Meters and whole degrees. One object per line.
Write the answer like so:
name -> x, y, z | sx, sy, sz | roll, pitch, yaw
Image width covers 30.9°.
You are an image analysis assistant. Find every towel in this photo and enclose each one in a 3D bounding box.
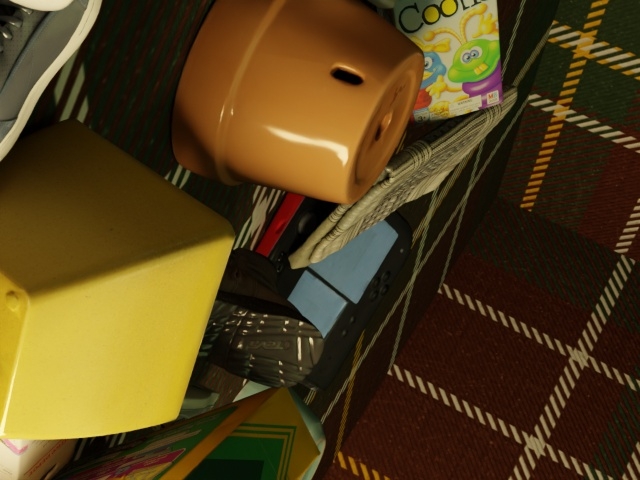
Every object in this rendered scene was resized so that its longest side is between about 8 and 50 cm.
towel -> 0.125, -0.085, 1.745 | 0.312, 0.056, 0.324 | -35, 175, -38

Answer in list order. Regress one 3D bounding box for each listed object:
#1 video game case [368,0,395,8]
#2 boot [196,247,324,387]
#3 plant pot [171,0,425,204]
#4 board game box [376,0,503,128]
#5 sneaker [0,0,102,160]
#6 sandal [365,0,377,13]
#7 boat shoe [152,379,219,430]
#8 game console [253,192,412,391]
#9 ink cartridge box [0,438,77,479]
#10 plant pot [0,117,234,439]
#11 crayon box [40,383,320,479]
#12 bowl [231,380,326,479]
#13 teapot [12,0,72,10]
video game case -> 0.036, -0.384, 1.242 | 0.227, 0.026, 0.206 | 16, 86, -55
boot -> -0.170, 0.043, 1.276 | 0.118, 0.338, 0.223 | -55, -148, 10
plant pot -> -0.012, -0.171, 1.352 | 0.291, 0.203, 0.291 | -56, 165, -24
board game box -> 0.156, -0.314, 1.576 | 0.275, 0.142, 0.144 | 75, -2, -47
sneaker -> -0.236, -0.152, 0.802 | 0.226, 0.086, 0.163 | -64, 169, 5
sandal -> 0.090, -0.360, 1.742 | 0.067, 0.040, 0.179 | 91, 13, -67
boat shoe -> -0.203, 0.247, 1.676 | 0.227, 0.079, 0.081 | 41, 72, -79
game console -> 0.006, 0.063, 1.927 | 0.342, 0.060, 0.386 | -62, 148, -8
ink cartridge box -> -0.304, 0.178, 1.205 | 0.115, 0.067, 0.198 | -45, 156, -52
plant pot -> -0.233, 0.045, 0.973 | 0.187, 0.212, 0.212 | -19, 136, -52
crayon box -> -0.221, 0.303, 1.227 | 0.363, 0.106, 0.313 | -23, -175, 27
bowl -> -0.101, 0.412, 2.189 | 0.311, 0.163, 0.311 | -57, 164, -26
teapot -> -0.166, -0.276, 0.664 | 0.252, 0.187, 0.256 | -49, -161, 21
